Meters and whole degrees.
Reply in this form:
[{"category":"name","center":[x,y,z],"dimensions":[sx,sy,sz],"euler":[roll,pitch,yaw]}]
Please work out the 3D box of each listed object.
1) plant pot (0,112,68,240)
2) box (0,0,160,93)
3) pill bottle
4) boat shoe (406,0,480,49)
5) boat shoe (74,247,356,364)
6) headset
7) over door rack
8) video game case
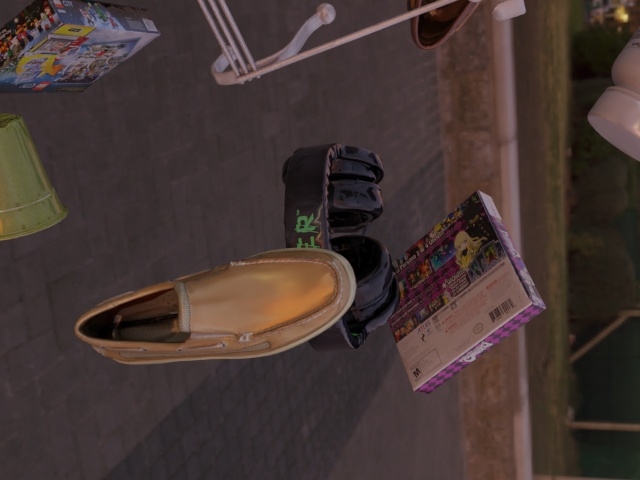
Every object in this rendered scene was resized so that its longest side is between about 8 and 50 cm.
[{"category":"plant pot","center":[-0.237,-0.050,0.634],"dimensions":[0.083,0.083,0.079],"euler":[-52,139,-63]},{"category":"box","center":[-0.333,-0.251,1.118],"dimensions":[0.044,0.159,0.233],"euler":[61,21,0]},{"category":"pill bottle","center":[0.499,-0.246,1.151],"dimensions":[0.283,0.160,0.160],"euler":[-55,161,5]},{"category":"boat shoe","center":[0.180,-0.357,0.944],"dimensions":[0.342,0.123,0.123],"euler":[121,-10,-47]},{"category":"boat shoe","center":[-0.072,0.047,0.560],"dimensions":[0.072,0.189,0.068],"euler":[28,47,-68]},{"category":"headset","center":[0.000,0.000,1.097],"dimensions":[0.394,0.185,0.244],"euler":[-37,120,-74]},{"category":"over door rack","center":[0.006,-0.289,0.785],"dimensions":[0.108,0.324,0.240],"euler":[-83,155,-43]},{"category":"video game case","center":[0.194,0.076,1.256],"dimensions":[0.041,0.232,0.210],"euler":[20,38,-39]}]
